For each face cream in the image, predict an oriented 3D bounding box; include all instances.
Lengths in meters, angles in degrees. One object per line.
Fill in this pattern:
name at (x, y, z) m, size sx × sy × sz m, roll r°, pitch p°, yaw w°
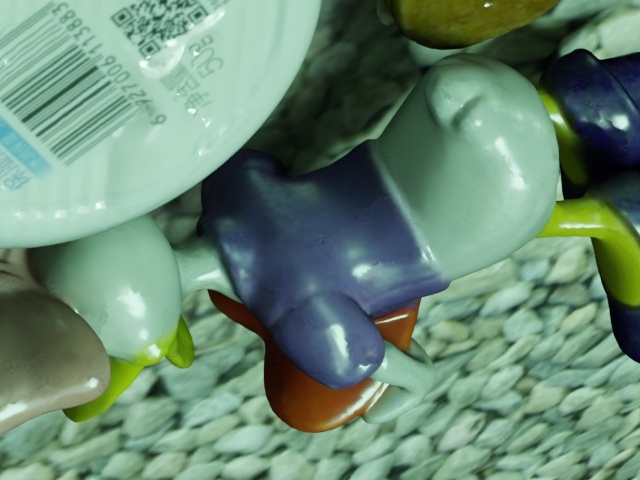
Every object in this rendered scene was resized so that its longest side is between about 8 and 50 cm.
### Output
face cream at (-0.104, -0.096, 0.735) m, size 0.206 × 0.111 × 0.206 m, roll -21°, pitch 142°, yaw -18°

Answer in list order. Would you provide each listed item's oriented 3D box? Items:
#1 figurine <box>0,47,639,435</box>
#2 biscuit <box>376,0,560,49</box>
figurine at (0.004, 0.001, 0.900) m, size 0.421 × 0.154 × 0.193 m, roll -16°, pitch 151°, yaw -16°
biscuit at (0.087, -0.255, 0.734) m, size 0.283 × 0.064 × 0.432 m, roll -27°, pitch 146°, yaw 7°
